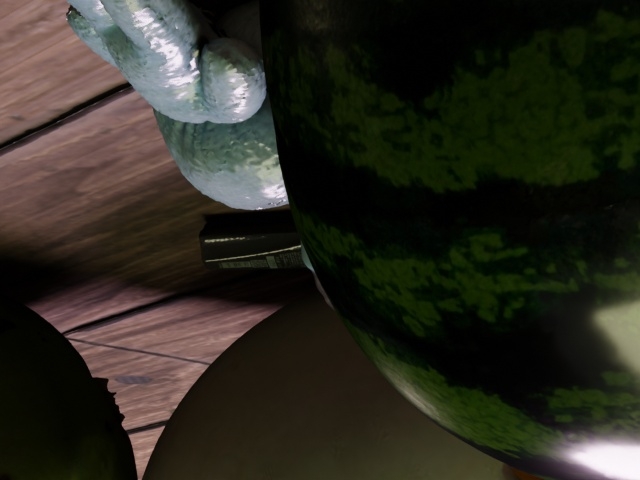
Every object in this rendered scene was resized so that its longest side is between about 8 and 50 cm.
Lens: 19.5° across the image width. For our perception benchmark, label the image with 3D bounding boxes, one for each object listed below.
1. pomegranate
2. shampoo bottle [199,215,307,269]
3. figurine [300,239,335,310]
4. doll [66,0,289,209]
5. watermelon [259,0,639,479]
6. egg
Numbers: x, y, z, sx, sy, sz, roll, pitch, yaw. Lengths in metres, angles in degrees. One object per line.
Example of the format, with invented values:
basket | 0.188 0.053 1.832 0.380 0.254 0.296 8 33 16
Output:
pomegranate | -0.248 0.158 1.195 0.270 0.254 0.254 -23 174 -25
shampoo bottle | 0.000 0.000 1.078 0.137 0.027 0.048 -3 154 10
figurine | 0.089 -0.030 0.852 0.138 0.110 0.245 -10 165 -33
doll | -0.046 -0.081 0.765 0.120 0.075 0.180 34 163 37
watermelon | 0.110 -0.052 0.532 0.269 0.269 0.269 0 163 0
egg | 0.036 0.167 1.169 0.336 0.278 0.278 -30 149 30
